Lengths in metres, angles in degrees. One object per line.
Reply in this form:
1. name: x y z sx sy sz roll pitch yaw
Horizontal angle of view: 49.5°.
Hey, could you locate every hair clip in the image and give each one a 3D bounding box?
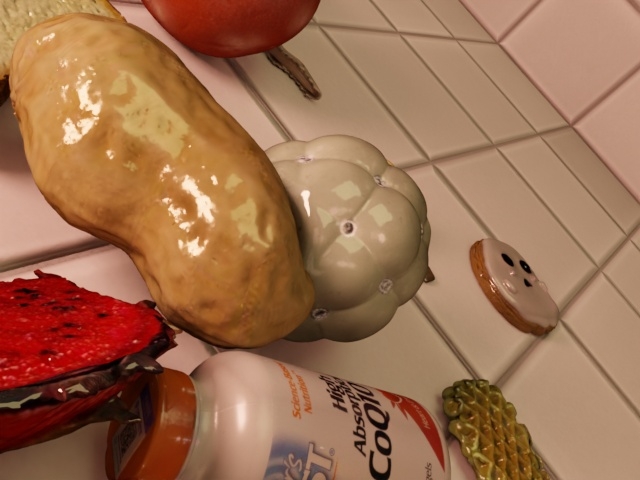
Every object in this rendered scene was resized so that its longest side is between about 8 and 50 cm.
1. hair clip: -0.077 -0.344 1.268 0.226 0.034 0.072 42 32 -6

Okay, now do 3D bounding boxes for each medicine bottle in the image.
1. medicine bottle: -0.034 0.189 0.612 0.289 0.157 0.157 22 39 -32

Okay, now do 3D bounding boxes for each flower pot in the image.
1. flower pot: 0.000 0.000 0.788 0.195 0.246 0.246 0 54 -48

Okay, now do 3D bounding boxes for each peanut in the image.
1. peanut: -0.153 -0.060 0.650 0.387 0.169 0.192 47 35 10

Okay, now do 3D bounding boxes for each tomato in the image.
1. tomato: -0.138 -0.442 1.046 0.322 0.321 0.321 29 36 -24

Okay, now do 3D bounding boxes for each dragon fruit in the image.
1. dragon fruit: -0.252 0.098 0.467 0.344 0.282 0.100 -5 99 -51

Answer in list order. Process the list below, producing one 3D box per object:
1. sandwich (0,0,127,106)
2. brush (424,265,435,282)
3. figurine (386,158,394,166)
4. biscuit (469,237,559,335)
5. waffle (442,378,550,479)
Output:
1. sandwich: -0.401 -0.258 0.752 0.271 0.099 0.301 37 37 -6
2. brush: 0.136 -0.015 1.148 0.034 0.027 0.190 -9 61 -50
3. figurine: 0.056 -0.049 1.051 0.114 0.108 0.196 26 54 -11
4. biscuit: 0.359 0.077 1.279 0.181 0.049 0.208 4 52 -47
5. waffle: 0.237 0.270 0.940 0.169 0.036 0.183 9 49 -47
